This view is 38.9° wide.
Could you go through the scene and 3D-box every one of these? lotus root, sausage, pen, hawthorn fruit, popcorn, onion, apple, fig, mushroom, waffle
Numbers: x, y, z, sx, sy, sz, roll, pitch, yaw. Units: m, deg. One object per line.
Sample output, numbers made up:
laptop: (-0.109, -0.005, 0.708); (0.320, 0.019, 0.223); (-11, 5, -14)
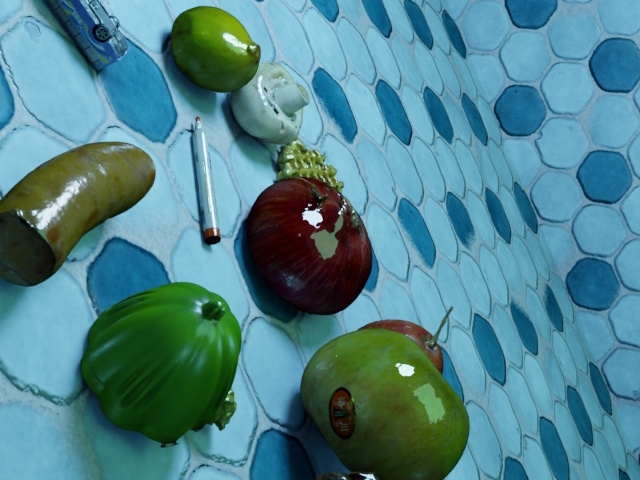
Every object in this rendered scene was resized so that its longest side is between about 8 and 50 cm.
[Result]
lotus root: (-0.154, 0.114, 1.021); (0.186, 0.186, 0.186); (42, 36, -40)
sausage: (-0.283, -0.047, 1.044); (0.109, 0.108, 0.270); (60, 28, -12)
pen: (-0.173, -0.095, 1.360); (0.026, 0.026, 0.218); (27, 46, -52)
hawthorn fruit: (0.141, 0.197, 1.500); (0.162, 0.203, 0.163); (37, 40, -39)
popcorn: (-0.142, 0.205, 1.140); (0.068, 0.060, 0.083); (33, 6, 25)
onion: (-0.007, 0.007, 1.456); (0.248, 0.161, 0.248); (5, 83, -50)
apple: (0.094, 0.249, 1.327); (0.261, 0.194, 0.261); (52, -6, 7)
fig: (-0.170, -0.303, 1.440); (0.153, 0.121, 0.136); (37, 37, -5)
mushroom: (-0.080, -0.232, 1.537); (0.154, 0.122, 0.154); (42, 40, -49)
waffle: (-0.016, -0.105, 1.634); (0.192, 0.046, 0.161); (40, 35, -41)

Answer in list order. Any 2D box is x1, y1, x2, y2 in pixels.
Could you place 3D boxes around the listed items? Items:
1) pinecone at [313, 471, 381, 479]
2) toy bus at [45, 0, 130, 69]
pinecone: (0.033, 0.399, 1.117); (0.244, 0.244, 0.309); (62, 8, -8)
toy bus: (-0.320, -0.307, 1.222); (0.153, 0.061, 0.051); (56, 27, -23)
